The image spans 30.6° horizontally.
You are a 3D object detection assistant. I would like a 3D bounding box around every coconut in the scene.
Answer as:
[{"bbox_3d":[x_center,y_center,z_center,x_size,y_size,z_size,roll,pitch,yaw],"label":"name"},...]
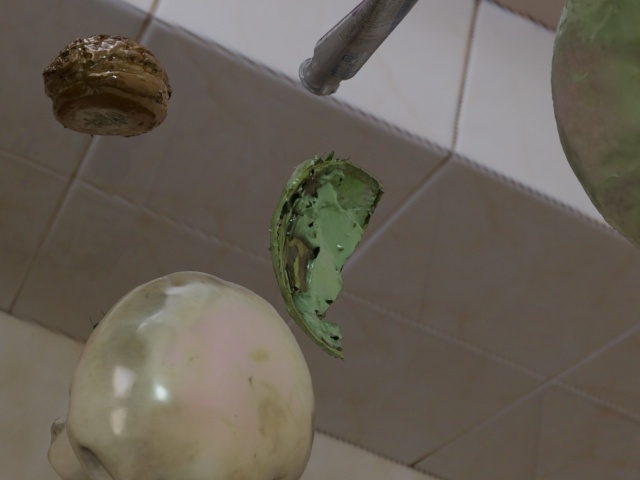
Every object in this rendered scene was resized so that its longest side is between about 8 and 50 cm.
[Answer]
[{"bbox_3d":[-0.002,0.001,0.877,0.133,0.055,0.158,60,38,-34],"label":"coconut"}]

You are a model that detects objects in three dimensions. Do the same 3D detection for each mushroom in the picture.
[{"bbox_3d":[-0.166,0.235,1.503,0.325,0.353,0.353,27,55,-5],"label":"mushroom"}]

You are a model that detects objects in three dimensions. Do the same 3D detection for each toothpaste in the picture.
[{"bbox_3d":[0.067,-0.299,1.623,0.114,0.299,0.073,-22,80,-37],"label":"toothpaste"}]

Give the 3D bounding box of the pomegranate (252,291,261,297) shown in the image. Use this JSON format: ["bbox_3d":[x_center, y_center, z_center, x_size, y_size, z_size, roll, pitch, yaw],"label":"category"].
[{"bbox_3d":[-0.177,0.191,1.884,0.221,0.221,0.256,40,71,-2],"label":"pomegranate"}]

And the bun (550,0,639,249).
[{"bbox_3d":[0.271,-0.103,0.615,0.293,0.187,0.293,0,85,5],"label":"bun"}]

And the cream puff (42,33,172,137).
[{"bbox_3d":[-0.269,-0.201,1.491,0.165,0.150,0.115,20,61,-38],"label":"cream puff"}]

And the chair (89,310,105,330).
[{"bbox_3d":[-0.354,0.147,1.915,0.037,0.086,0.042,-25,108,-12],"label":"chair"}]
